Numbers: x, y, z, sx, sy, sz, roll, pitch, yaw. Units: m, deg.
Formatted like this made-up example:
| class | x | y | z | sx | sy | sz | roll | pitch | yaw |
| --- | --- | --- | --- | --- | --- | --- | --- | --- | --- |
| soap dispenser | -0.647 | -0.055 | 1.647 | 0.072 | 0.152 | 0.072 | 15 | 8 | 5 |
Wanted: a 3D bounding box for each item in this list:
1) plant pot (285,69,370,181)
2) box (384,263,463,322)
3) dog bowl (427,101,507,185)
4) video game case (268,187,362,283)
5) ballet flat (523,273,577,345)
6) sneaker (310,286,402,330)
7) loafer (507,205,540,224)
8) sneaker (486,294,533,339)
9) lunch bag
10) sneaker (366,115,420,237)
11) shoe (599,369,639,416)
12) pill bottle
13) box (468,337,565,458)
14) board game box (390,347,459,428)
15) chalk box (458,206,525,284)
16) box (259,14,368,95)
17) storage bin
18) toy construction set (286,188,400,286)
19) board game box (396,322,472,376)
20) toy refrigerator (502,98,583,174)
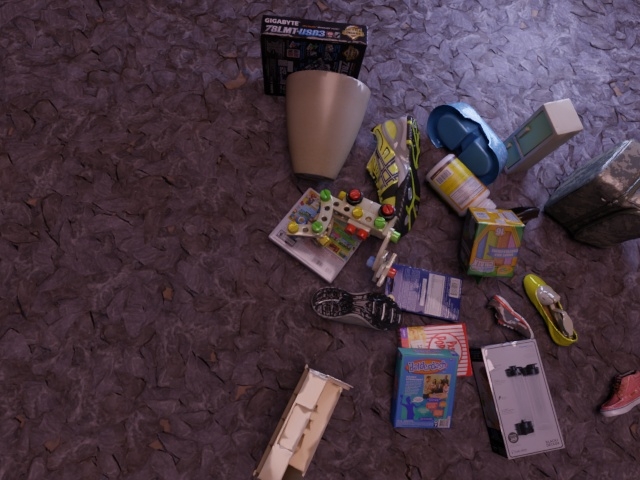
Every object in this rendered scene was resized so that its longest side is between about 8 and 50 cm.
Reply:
| class | x | y | z | sx | sy | sz | roll | pitch | yaw |
| --- | --- | --- | --- | --- | --- | --- | --- | --- | --- |
| plant pot | 0.000 | -0.323 | 1.257 | 0.257 | 0.256 | 0.273 | 10 | 90 | -3 |
| box | 0.302 | 0.154 | 1.243 | 0.226 | 0.036 | 0.136 | 13 | 74 | -2 |
| dog bowl | 0.468 | -0.311 | 1.328 | 0.074 | 0.166 | 0.297 | -32 | 79 | -25 |
| video game case | -0.003 | -0.017 | 1.242 | 0.227 | 0.026 | 0.206 | 36 | 70 | 4 |
| ballet flat | 0.691 | 0.201 | 1.247 | 0.077 | 0.077 | 0.230 | -20 | 77 | -10 |
| sneaker | 0.102 | 0.193 | 1.183 | 0.272 | 0.108 | 0.100 | 14 | 70 | -8 |
| loafer | 0.585 | -0.043 | 1.313 | 0.220 | 0.080 | 0.078 | -23 | 101 | -1 |
| sneaker | 0.555 | 0.238 | 1.241 | 0.065 | 0.061 | 0.158 | -39 | 72 | -3 |
| lunch bag | 0.871 | -0.113 | 1.233 | 0.256 | 0.305 | 0.212 | 42 | 76 | 8 |
| sneaker | 0.223 | -0.190 | 1.300 | 0.147 | 0.145 | 0.383 | -1 | 76 | 28 |
| shoe | 0.866 | 0.439 | 1.210 | 0.178 | 0.063 | 0.081 | -17 | 76 | -15 |
| pill bottle | 0.436 | -0.156 | 1.299 | 0.117 | 0.117 | 0.215 | -39 | 82 | -14 |
| box | 0.539 | 0.429 | 1.166 | 0.169 | 0.087 | 0.289 | -8 | 76 | -8 |
| board game box | 0.280 | 0.398 | 1.130 | 0.160 | 0.047 | 0.210 | 4 | 98 | -6 |
| chalk box | 0.487 | 0.026 | 1.219 | 0.132 | 0.132 | 0.212 | 4 | 115 | 4 |
| box | -0.027 | -0.534 | 1.266 | 0.294 | 0.295 | 0.073 | 3 | 77 | -4 |
| storage bin | -0.037 | 0.447 | 1.019 | 0.123 | 0.260 | 0.262 | 26 | 74 | 6 |
| toy construction set | 0.090 | -0.021 | 1.164 | 0.328 | 0.151 | 0.214 | 32 | 70 | 2 |
| board game box | 0.323 | 0.316 | 1.196 | 0.194 | 0.045 | 0.146 | -3 | 77 | -6 |
| toy refrigerator | 0.654 | -0.307 | 1.282 | 0.095 | 0.269 | 0.102 | -14 | 78 | -9 |
